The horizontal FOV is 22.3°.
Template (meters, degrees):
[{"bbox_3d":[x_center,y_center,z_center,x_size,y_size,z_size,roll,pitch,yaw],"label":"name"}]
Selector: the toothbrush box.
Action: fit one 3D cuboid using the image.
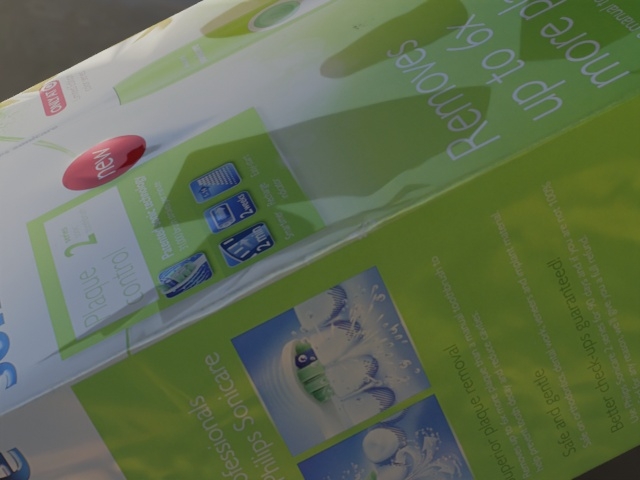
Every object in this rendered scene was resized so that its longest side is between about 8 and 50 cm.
[{"bbox_3d":[0.000,0.000,0.546,0.283,0.122,0.206,-28,31,-1],"label":"toothbrush box"}]
